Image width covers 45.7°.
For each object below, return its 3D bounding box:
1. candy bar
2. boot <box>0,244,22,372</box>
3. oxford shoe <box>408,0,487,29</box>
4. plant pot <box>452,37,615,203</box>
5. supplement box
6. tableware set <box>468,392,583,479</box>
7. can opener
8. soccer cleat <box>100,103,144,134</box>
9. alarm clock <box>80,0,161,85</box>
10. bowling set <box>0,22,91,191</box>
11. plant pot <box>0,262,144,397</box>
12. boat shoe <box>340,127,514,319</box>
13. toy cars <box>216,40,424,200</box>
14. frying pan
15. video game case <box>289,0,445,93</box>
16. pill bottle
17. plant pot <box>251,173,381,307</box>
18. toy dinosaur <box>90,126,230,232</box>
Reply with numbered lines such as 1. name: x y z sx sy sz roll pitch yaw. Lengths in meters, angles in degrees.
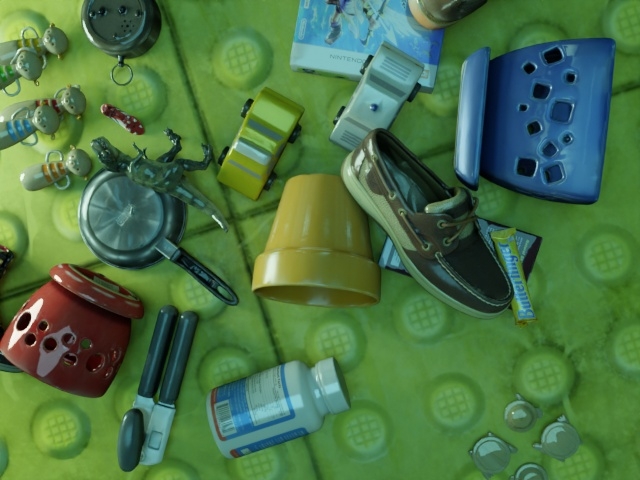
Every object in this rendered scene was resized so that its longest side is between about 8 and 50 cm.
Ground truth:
1. candy bar: 0.310 0.059 1.208 0.040 0.018 0.161 -15 90 5
2. boot: -0.580 0.106 1.322 0.236 0.085 0.178 32 91 4
3. oxford shoe: 0.299 -0.469 1.182 0.130 0.133 0.363 44 80 -17
4. plant pot: 0.319 -0.177 1.173 0.212 0.236 0.236 4 92 12
5. supplement box: 0.228 0.018 1.258 0.239 0.073 0.130 19 93 5
6. tableware set: 0.346 0.350 1.283 0.141 0.020 0.168 37 94 4
7. can opener: -0.280 0.255 1.295 0.076 0.095 0.283 15 93 4
8. soccer cleat: -0.344 -0.213 1.323 0.083 0.035 0.029 30 101 -20
9. alarm clock: -0.343 -0.362 1.305 0.129 0.064 0.192 -1 94 5
10. bowling set: -0.485 -0.224 1.256 0.154 0.200 0.287 -18 94 4
11. plant pot: -0.404 0.141 1.258 0.191 0.191 0.174 27 88 4
12. boat shoe: 0.176 -0.030 1.145 0.123 0.123 0.342 -35 82 -33
13. toy cars: -0.009 -0.184 1.233 0.394 0.087 0.176 -18 105 13
14. frying pan: -0.303 0.010 1.318 0.197 0.053 0.326 -28 86 5
15. video game case: 0.092 -0.399 1.266 0.244 0.061 0.269 10 92 3
16. pill bottle: -0.067 0.273 1.264 0.222 0.124 0.124 -19 90 5
17. plant pot: 0.000 0.000 1.226 0.205 0.205 0.188 4 77 5
18. toy dinosaur: -0.247 -0.122 1.282 0.268 0.064 0.118 28 74 2
